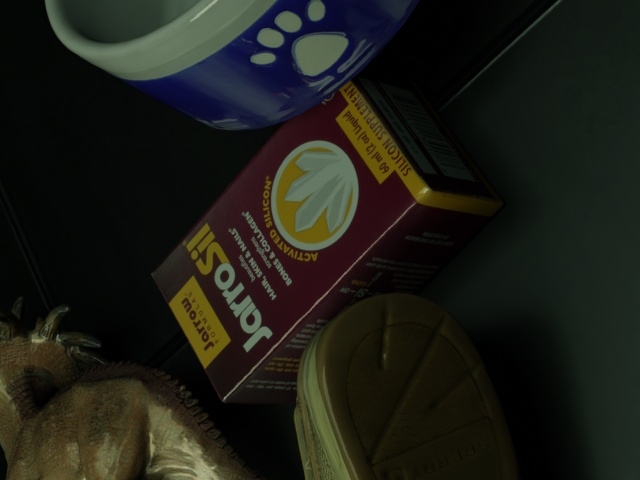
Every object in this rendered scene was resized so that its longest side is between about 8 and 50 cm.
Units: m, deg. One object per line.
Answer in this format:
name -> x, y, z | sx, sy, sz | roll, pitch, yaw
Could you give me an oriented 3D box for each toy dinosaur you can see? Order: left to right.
toy dinosaur -> -0.141, 0.123, 0.993 | 0.295, 0.127, 0.200 | -6, 74, 32

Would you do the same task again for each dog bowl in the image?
dog bowl -> -0.040, -0.201, 0.903 | 0.265, 0.104, 0.265 | -28, 48, 36

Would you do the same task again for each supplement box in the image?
supplement box -> 0.000, 0.000, 0.916 | 0.188, 0.080, 0.104 | -47, 60, 25

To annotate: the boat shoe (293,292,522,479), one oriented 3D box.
boat shoe -> 0.072, 0.199, 0.831 | 0.110, 0.121, 0.341 | 142, 114, -68
